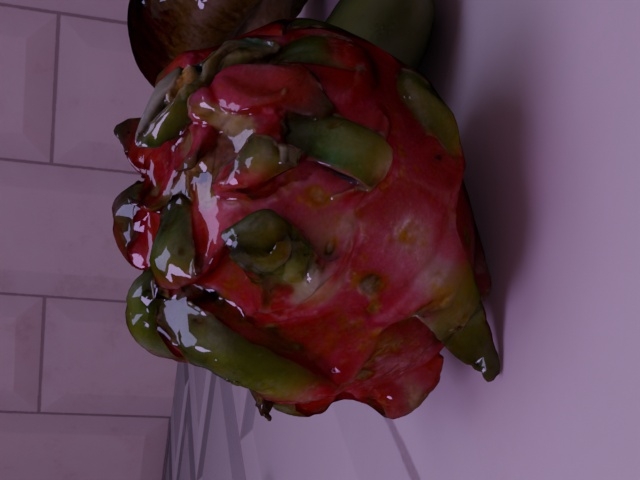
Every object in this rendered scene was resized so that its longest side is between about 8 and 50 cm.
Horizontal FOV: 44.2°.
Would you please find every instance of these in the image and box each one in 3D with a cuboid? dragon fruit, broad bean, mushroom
[{"bbox_3d":[-0.012,0.000,0.524,0.303,0.237,0.231,76,-171,-63],"label":"dragon fruit"},{"bbox_3d":[0.010,-0.129,0.687,0.189,0.121,0.263,-59,-1,-36],"label":"broad bean"},{"bbox_3d":[-0.077,-0.288,0.997,0.334,0.356,0.331,-46,-19,-31],"label":"mushroom"}]
